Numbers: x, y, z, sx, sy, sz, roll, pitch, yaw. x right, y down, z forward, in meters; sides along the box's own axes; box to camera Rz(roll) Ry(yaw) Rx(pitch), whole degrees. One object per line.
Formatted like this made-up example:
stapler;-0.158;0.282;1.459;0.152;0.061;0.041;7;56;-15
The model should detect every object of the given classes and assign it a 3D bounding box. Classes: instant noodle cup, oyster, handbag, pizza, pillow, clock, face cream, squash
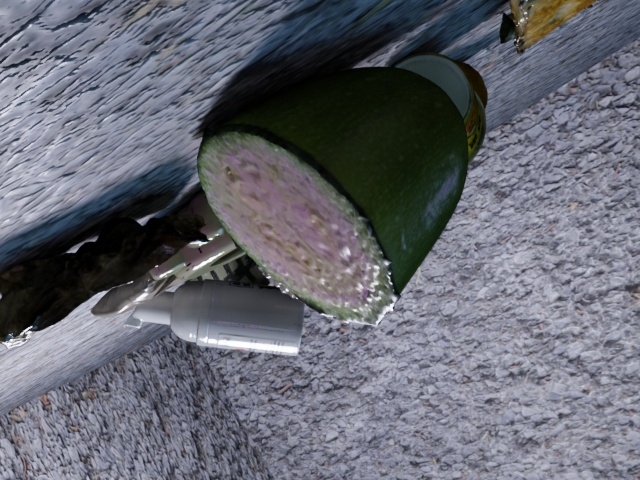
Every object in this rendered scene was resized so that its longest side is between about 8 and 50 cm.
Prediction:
instant noodle cup;0.160;-0.194;1.376;0.182;0.182;0.144;-31;167;3
oyster;-0.324;0.043;1.270;0.361;0.096;0.221;-29;-179;-20
handbag;-0.122;0.028;2.141;0.327;0.163;0.325;-30;173;-39
pizza;0.385;-0.384;1.261;0.434;0.080;0.392;-28;176;-17
pillow;-0.314;0.068;1.818;0.173;0.067;0.270;-26;-175;39
clock;-0.133;-0.042;1.525;0.309;0.114;0.284;-29;178;16
face cream;-0.223;0.153;1.921;0.369;0.146;0.145;7;170;-7
squash;0.058;-0.106;1.134;0.309;0.310;0.310;-46;-177;-25

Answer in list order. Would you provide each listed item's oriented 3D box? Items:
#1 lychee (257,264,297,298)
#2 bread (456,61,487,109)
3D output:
lychee;0.004;0.004;1.850;0.300;0.300;0.300;-30;176;-2
bread;0.162;-0.212;1.564;0.344;0.124;0.084;-31;-159;-35
